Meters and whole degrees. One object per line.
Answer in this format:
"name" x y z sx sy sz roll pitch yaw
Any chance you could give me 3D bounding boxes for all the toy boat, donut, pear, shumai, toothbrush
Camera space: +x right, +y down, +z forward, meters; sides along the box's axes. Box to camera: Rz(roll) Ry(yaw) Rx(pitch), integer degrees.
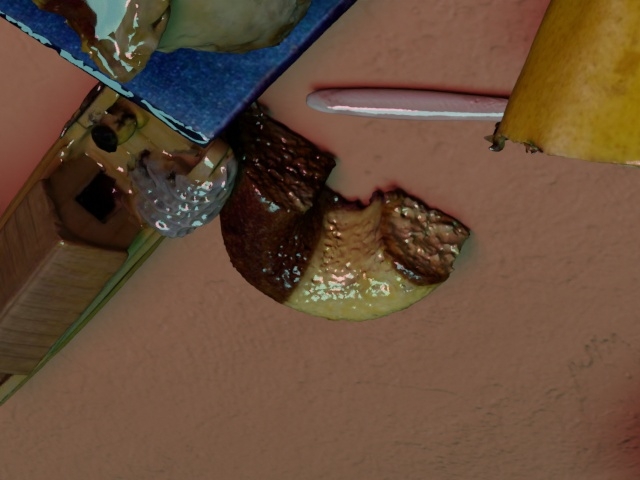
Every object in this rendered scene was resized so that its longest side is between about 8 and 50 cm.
"toy boat" -0.216 0.026 1.382 0.136 0.162 0.445 39 132 -7
"donut" 0.002 0.000 1.368 0.217 0.085 0.141 25 135 -14
"pear" 0.233 -0.145 1.096 0.267 0.267 0.178 1 104 13
"shumai" -0.091 -0.163 1.026 0.184 0.142 0.184 8 135 8
"toothbrush" 0.140 -0.096 1.279 0.307 0.025 0.029 3 143 10

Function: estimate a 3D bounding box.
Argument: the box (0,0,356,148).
"box" -0.107 -0.234 1.133 0.279 0.116 0.261 34 131 -19
